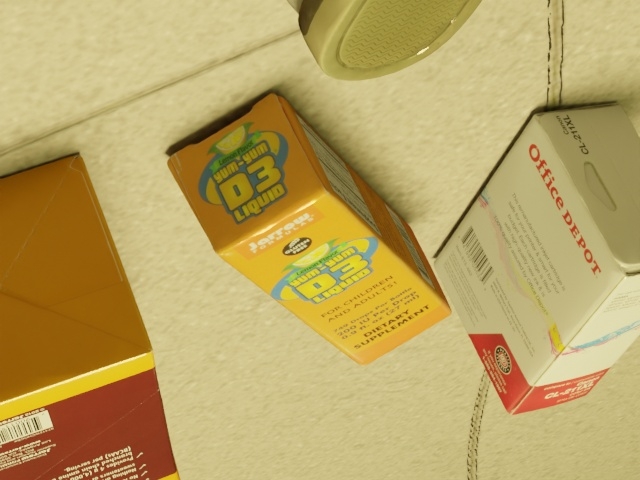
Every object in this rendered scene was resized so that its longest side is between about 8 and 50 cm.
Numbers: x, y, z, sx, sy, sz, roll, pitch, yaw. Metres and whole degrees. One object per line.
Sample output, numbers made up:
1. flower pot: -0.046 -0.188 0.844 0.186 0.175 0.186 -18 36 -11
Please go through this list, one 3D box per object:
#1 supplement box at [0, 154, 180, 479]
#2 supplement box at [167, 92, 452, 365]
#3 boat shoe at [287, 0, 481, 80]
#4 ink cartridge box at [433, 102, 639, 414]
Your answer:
1. supplement box: -0.194 0.080 0.981 0.191 0.129 0.194 -19 153 -10
2. supplement box: 0.000 0.000 1.047 0.078 0.080 0.233 -31 150 10
3. boat shoe: 0.063 -0.198 0.703 0.113 0.103 0.302 -5 148 -42
4. ink cartridge box: 0.159 0.014 1.139 0.072 0.127 0.175 -9 150 -28
